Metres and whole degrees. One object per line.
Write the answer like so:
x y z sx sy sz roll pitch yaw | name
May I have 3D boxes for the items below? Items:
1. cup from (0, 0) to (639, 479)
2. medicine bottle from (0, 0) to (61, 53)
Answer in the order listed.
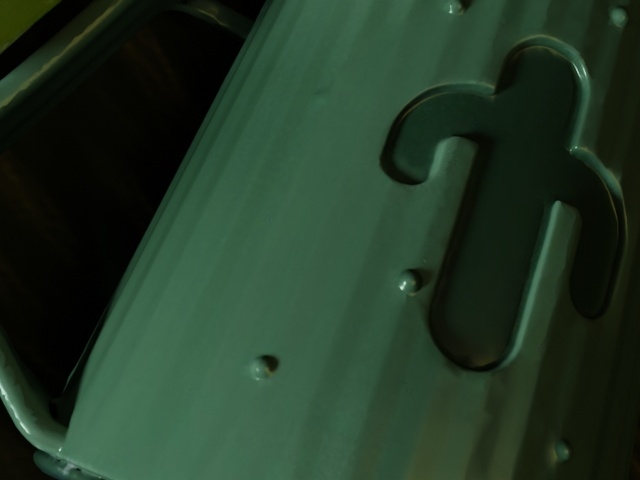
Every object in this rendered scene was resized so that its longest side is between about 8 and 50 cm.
0.018 0.002 0.564 0.401 0.310 0.392 31 72 -37 | cup
-0.145 -0.205 0.514 0.250 0.141 0.137 -48 117 -23 | medicine bottle
